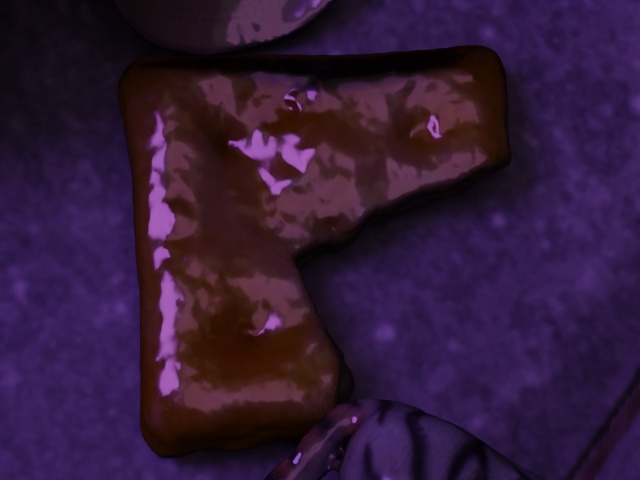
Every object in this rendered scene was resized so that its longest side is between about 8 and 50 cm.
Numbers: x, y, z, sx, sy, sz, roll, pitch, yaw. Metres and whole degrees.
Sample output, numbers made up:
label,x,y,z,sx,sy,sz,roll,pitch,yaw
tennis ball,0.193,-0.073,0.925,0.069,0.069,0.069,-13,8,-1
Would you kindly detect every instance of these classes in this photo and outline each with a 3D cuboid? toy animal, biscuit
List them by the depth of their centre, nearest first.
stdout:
label,x,y,z,sx,sy,sz,roll,pitch,yaw
toy animal,0.094,0.153,0.551,0.255,0.090,0.170,8,68,-6
biscuit,0.000,0.000,0.609,0.174,0.039,0.183,1,73,-8

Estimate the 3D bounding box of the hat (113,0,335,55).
label,x,y,z,sx,sy,sz,roll,pitch,yaw
hat,-0.069,-0.183,0.648,0.166,0.144,0.173,0,112,-33
